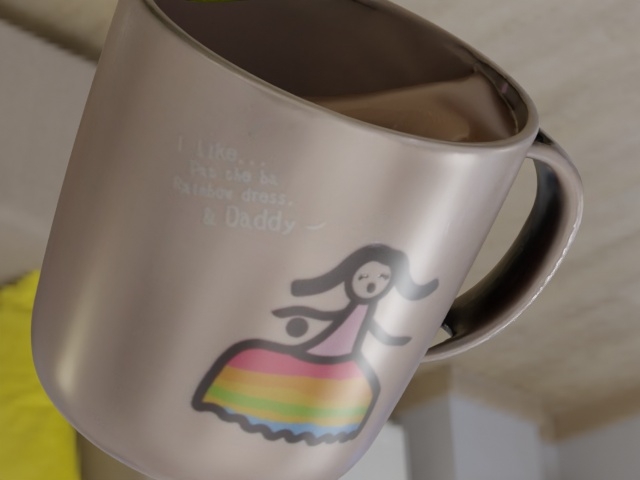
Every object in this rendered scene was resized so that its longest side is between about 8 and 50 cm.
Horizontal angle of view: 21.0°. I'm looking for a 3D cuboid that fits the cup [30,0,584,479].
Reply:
[{"bbox_3d":[0.000,0.000,0.807,0.253,0.191,0.200,8,117,-30],"label":"cup"}]
